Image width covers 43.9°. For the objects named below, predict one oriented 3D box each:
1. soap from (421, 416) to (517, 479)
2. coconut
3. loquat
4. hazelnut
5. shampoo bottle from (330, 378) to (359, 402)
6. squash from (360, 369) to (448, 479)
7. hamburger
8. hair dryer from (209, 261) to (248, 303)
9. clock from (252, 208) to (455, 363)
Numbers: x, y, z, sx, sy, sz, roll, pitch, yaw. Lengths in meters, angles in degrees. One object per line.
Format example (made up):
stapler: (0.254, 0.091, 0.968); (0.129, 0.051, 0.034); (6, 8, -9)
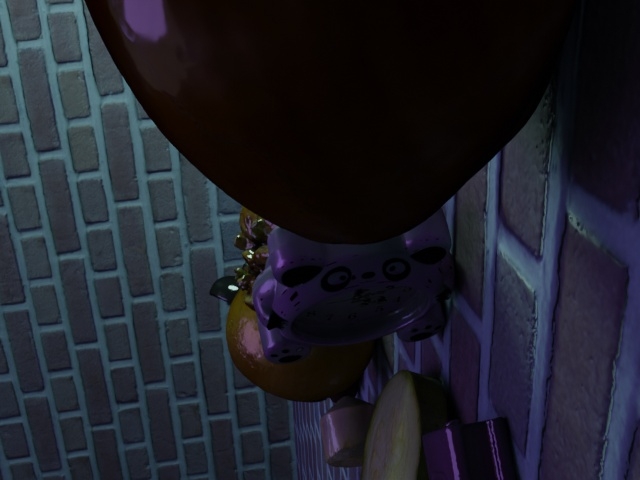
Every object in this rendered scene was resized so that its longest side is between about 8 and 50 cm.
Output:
soap: (0.158, 0.284, 0.791); (0.122, 0.066, 0.203); (106, 157, -70)
coconut: (0.057, 0.342, 1.438); (0.116, 0.116, 0.122); (99, 165, -63)
loquat: (-0.029, 0.156, 1.373); (0.263, 0.263, 0.262); (174, 90, -82)
hazelnut: (0.017, -0.186, 0.539); (0.366, 0.366, 0.365); (174, 90, -82)
shampoo bottle: (0.050, 0.242, 1.580); (0.236, 0.067, 0.068); (94, 159, -51)
squash: (0.104, 0.293, 1.011); (0.252, 0.049, 0.251); (-167, 90, -81)
hamburger: (-0.006, 0.009, 1.166); (0.260, 0.245, 0.211); (-88, -6, -84)
hair dryer: (-0.089, 0.023, 1.756); (0.320, 0.156, 0.284); (-67, -19, -11)
clock: (0.037, 0.048, 0.889); (0.247, 0.228, 0.090); (94, 165, -61)
